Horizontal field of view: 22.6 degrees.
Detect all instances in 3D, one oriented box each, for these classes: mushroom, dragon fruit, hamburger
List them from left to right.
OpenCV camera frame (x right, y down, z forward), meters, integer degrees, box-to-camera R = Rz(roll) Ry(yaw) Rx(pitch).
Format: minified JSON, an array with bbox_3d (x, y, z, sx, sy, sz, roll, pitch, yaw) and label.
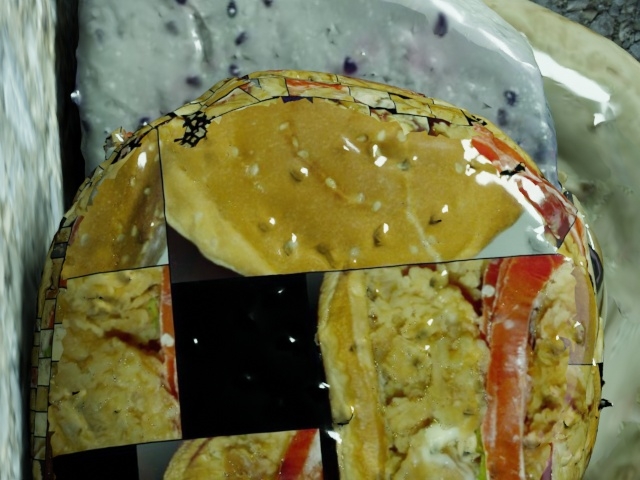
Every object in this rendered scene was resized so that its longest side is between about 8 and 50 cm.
[{"bbox_3d":[0.000,0.000,0.742,0.204,0.221,0.283,-56,143,-84],"label":"dragon fruit"},{"bbox_3d":[0.004,0.051,0.584,0.107,0.231,0.231,129,-42,-84],"label":"hamburger"},{"bbox_3d":[0.076,0.024,0.970,0.294,0.362,0.362,-162,-110,-81],"label":"mushroom"}]
